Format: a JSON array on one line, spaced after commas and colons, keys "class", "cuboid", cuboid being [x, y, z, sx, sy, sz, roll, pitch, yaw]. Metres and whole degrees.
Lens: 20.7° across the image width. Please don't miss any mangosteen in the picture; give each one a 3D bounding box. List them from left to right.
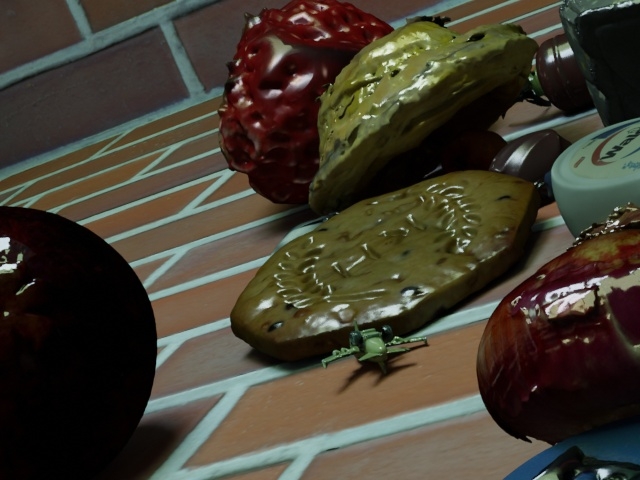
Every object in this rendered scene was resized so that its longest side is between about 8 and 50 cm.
[{"class": "mangosteen", "cuboid": [-0.313, 0.126, 1.728, 0.307, 0.307, 0.347, -29, -16, -17]}]

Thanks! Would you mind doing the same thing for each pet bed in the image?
[{"class": "pet bed", "cuboid": [0.370, -0.185, 1.830, 0.183, 0.210, 0.159, -23, 22, 2]}]

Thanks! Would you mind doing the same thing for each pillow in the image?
[{"class": "pillow", "cuboid": [0.001, 0.002, 2.109, 0.136, 0.055, 0.091, -17, 46, 42]}]

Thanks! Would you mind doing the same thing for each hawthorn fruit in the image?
[{"class": "hawthorn fruit", "cuboid": [0.193, -0.097, 2.107, 0.081, 0.081, 0.093, -14, -2, 39]}]

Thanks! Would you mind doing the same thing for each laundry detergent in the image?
[{"class": "laundry detergent", "cuboid": [0.323, -0.065, 1.669, 0.215, 0.105, 0.280, -31, 12, -22]}]

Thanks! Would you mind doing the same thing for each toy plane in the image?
[{"class": "toy plane", "cuboid": [0.046, 0.100, 1.659, 0.102, 0.040, 0.111, -8, 11, -14]}]

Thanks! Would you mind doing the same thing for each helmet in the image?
[{"class": "helmet", "cuboid": [0.233, -0.081, 1.969, 0.123, 0.070, 0.098, -28, 14, -18]}]

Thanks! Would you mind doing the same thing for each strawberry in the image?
[{"class": "strawberry", "cuboid": [0.039, -0.182, 2.407, 0.345, 0.295, 0.317, 8, -4, -1]}]

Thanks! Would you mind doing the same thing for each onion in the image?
[{"class": "onion", "cuboid": [0.214, 0.050, 1.146, 0.230, 0.163, 0.230, 0, -23, 0]}]

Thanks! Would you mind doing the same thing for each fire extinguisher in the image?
[{"class": "fire extinguisher", "cuboid": [0.377, -0.232, 2.284, 0.344, 0.102, 0.138, -20, -19, 23]}]

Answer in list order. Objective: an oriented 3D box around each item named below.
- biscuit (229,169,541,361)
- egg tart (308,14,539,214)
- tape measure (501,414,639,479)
[{"class": "biscuit", "cuboid": [0.067, 0.019, 1.861, 0.359, 0.046, 0.359, -21, 21, 8]}, {"class": "egg tart", "cuboid": [0.108, -0.165, 2.146, 0.352, 0.150, 0.352, -34, -12, -8]}, {"class": "tape measure", "cuboid": [0.231, 0.145, 1.026, 0.351, 0.097, 0.215, -31, 15, -34]}]
